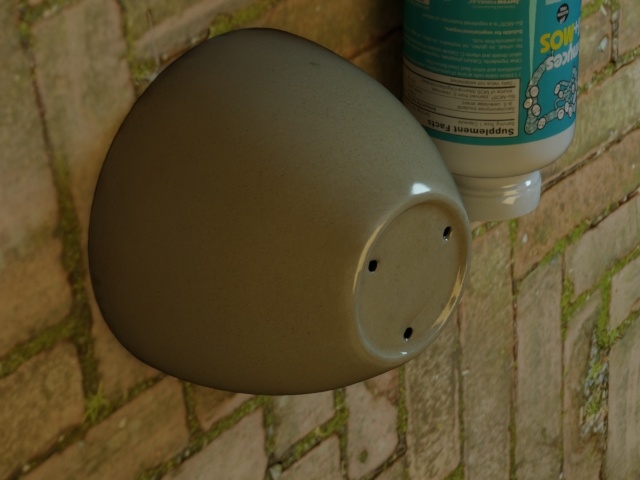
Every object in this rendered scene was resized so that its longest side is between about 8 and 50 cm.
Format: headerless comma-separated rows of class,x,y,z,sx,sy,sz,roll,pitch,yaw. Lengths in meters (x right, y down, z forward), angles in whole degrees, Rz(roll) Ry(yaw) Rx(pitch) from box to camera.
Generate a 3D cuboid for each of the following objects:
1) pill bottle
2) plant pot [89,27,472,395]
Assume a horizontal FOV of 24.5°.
pill bottle,0.140,-0.153,1.218,0.146,0.146,0.264,-26,126,-38
plant pot,0.000,0.000,1.099,0.284,0.191,0.284,-24,124,-41
